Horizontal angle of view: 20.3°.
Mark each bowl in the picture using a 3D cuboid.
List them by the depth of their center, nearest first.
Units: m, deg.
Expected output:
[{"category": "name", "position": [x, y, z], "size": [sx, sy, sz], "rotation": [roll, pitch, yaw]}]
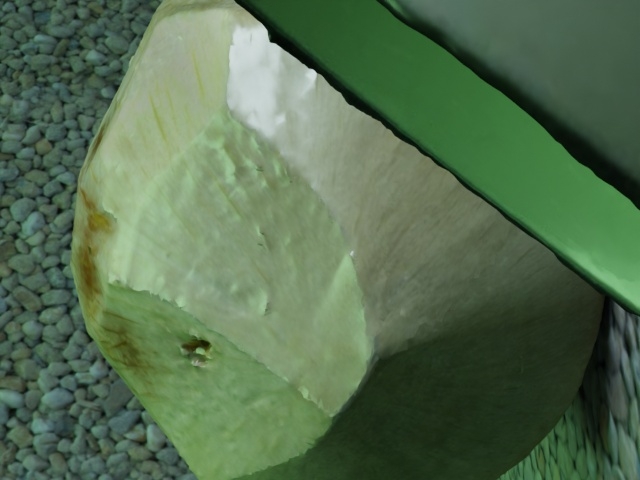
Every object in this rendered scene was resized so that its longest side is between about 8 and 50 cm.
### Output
[{"category": "bowl", "position": [0.104, -0.102, 0.604], "size": [0.185, 0.354, 0.354], "rotation": [-52, 7, 0]}]

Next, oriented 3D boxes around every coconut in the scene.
[{"category": "coconut", "position": [0.000, 0.000, 1.232], "size": [0.415, 0.344, 0.415], "rotation": [49, -167, -15]}]
